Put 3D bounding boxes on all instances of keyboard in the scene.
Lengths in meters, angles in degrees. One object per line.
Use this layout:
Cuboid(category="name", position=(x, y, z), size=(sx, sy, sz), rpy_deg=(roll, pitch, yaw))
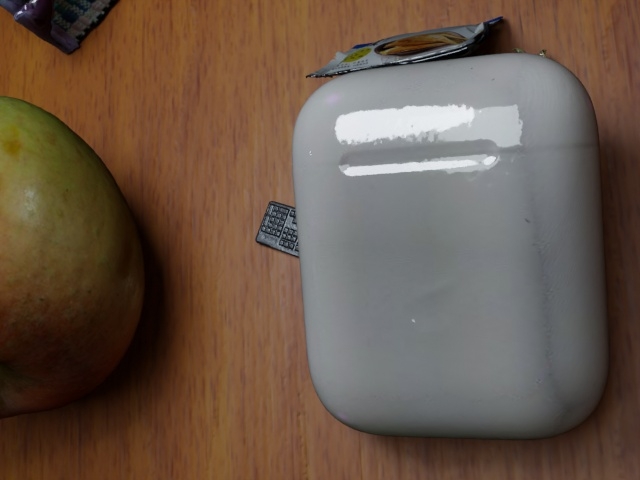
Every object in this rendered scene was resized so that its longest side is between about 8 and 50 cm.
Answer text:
Cuboid(category="keyboard", position=(0.000, 0.000, 1.131), size=(0.155, 0.010, 0.053), rpy_deg=(17, 86, 27))

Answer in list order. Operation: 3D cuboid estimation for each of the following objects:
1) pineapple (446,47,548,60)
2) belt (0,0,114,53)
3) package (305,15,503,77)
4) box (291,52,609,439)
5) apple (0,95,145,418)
Cuboid(category="pineapple", position=(0.176, -0.161, 1.072), size=(0.114, 0.077, 0.114), rpy_deg=(-32, 48, -24))
Cuboid(category="belt", position=(-0.340, -0.408, 1.307), size=(0.206, 0.160, 0.295), rpy_deg=(24, 87, 28))
Cuboid(category="package", position=(0.090, -0.197, 1.065), size=(0.171, 0.173, 0.027), rpy_deg=(-9, 109, 23))
Cuboid(category="box", position=(0.116, 0.010, 0.969), size=(0.288, 0.141, 0.349), rpy_deg=(-3, 94, 25))
Cuboid(category="apple", position=(-0.363, 0.017, 1.121), size=(0.338, 0.338, 0.305), rpy_deg=(-21, 54, 18))
